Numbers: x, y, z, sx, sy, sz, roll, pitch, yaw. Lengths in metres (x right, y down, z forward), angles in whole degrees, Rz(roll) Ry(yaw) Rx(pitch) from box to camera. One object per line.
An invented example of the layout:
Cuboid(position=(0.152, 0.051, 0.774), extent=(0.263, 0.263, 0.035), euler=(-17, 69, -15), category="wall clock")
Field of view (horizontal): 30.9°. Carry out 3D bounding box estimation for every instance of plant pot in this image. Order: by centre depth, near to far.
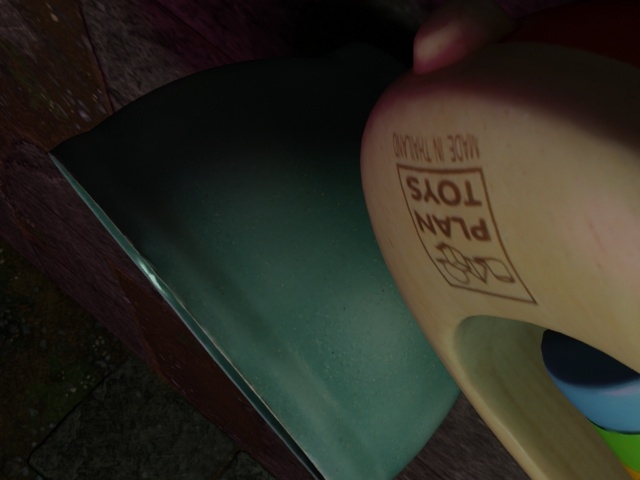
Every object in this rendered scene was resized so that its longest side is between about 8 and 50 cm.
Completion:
Cuboid(position=(0.000, 0.000, 0.730), extent=(0.293, 0.196, 0.293), euler=(49, 170, 11), category="plant pot")

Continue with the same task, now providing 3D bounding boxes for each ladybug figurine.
Cuboid(position=(0.195, 0.058, 0.530), extent=(0.449, 0.162, 0.305), euler=(51, 161, -25), category="ladybug figurine")
